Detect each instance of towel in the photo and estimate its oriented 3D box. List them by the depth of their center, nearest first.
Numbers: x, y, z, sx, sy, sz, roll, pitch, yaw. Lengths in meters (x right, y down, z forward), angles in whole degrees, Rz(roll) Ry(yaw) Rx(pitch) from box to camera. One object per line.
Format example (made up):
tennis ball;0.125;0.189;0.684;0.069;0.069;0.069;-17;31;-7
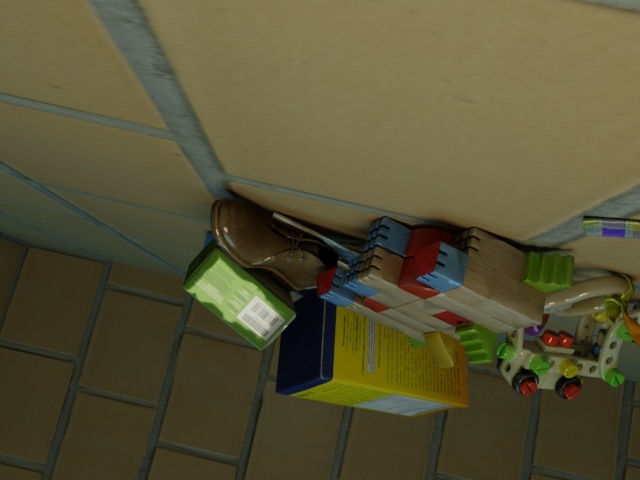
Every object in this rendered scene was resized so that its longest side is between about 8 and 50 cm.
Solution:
towel;0.352;-0.013;0.670;0.083;0.010;0.060;8;169;26

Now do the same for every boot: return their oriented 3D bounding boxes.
boot;-0.069;0.003;0.999;0.115;0.113;0.305;-10;153;29

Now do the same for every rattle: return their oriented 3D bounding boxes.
rattle;0.405;0.136;0.913;0.199;0.143;0.130;-10;170;0

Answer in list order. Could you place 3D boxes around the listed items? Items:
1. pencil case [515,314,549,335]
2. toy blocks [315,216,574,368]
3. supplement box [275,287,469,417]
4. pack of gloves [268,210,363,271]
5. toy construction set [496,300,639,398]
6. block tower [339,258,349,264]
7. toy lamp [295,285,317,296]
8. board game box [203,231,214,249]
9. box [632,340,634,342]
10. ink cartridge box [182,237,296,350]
pencil case;0.341;0.121;1.163;0.236;0.105;0.104;16;169;-3
toy blocks;0.161;0.065;0.924;0.260;0.191;0.381;25;156;-16
supplement box;0.111;0.240;1.203;0.356;0.196;0.194;18;150;-25
pack of gloves;0.000;0.000;1.120;0.231;0.046;0.195;26;166;-10
toy construction set;0.436;0.173;1.045;0.327;0.215;0.151;16;-159;-7
block tower;0.188;0.123;1.353;0.335;0.097;0.091;9;169;13
toy lamp;-0.022;0.124;1.663;0.080;0.080;0.274;17;168;-19
board game box;-0.220;0.033;1.493;0.159;0.047;0.210;14;169;-8
box;0.789;0.228;1.328;0.206;0.036;0.114;17;169;-19
ink cartridge box;-0.155;0.075;1.108;0.188;0.097;0.255;42;-176;-15
